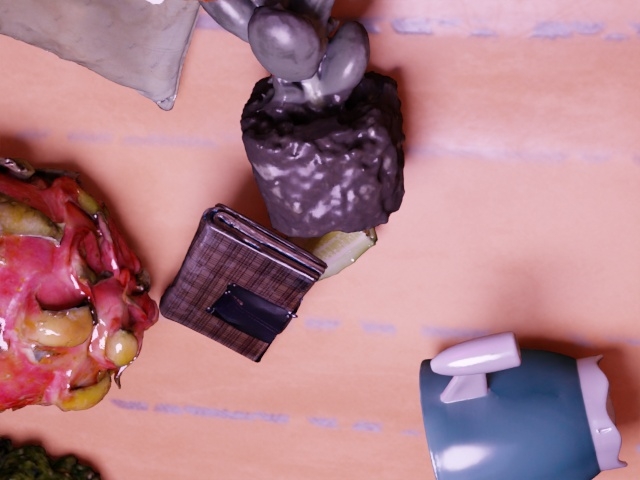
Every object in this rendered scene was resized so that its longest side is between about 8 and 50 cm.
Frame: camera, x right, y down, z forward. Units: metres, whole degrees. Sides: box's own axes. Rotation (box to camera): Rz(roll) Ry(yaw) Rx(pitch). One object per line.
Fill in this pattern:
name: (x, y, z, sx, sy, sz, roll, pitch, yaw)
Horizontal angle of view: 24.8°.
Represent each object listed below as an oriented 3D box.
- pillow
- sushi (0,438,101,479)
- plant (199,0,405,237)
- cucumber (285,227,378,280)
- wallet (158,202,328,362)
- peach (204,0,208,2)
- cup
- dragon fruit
pillow: (-0.249, -0.247, 1.308, 0.303, 0.075, 0.185, 24, 129, 0)
sushi: (-0.380, 0.367, 1.616, 0.352, 0.178, 0.294, -32, 104, 30)
plant: (-0.010, -0.144, 1.267, 0.147, 0.149, 0.274, -17, 115, 2)
cucumber: (0.000, 0.000, 1.402, 0.067, 0.035, 0.107, 40, 126, -21)
wallet: (-0.080, 0.047, 1.389, 0.124, 0.042, 0.230, 29, 149, -3)
peach: (-0.094, -0.348, 1.073, 0.373, 0.372, 0.290, -8, 159, 18)
cup: (0.195, 0.176, 1.381, 0.173, 0.167, 0.299, -13, 140, 10)
dragon fruit: (-0.303, 0.059, 1.389, 0.291, 0.269, 0.250, 18, 130, 9)
